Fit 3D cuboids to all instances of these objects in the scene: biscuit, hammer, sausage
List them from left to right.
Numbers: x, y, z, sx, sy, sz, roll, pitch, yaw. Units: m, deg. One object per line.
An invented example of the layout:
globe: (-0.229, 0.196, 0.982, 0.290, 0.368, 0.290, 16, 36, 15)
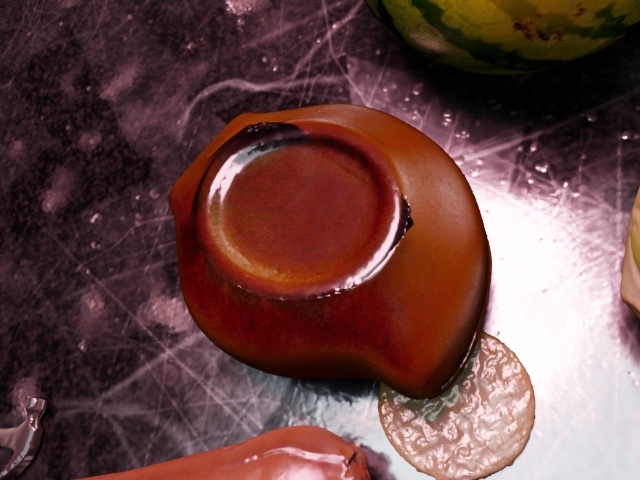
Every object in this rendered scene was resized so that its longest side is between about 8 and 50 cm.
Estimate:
hammer: (-0.341, 0.174, 0.631, 0.200, 0.021, 0.078, 1, 71, 17)
sausage: (-0.163, 0.215, 0.527, 0.418, 0.094, 0.094, -14, 97, 11)
biscuit: (0.100, 0.120, 0.522, 0.120, 0.015, 0.120, -5, 69, 14)

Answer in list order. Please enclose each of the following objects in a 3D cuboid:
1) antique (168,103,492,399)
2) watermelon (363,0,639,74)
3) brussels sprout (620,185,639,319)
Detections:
antique: (0.000, 0.000, 0.529, 0.223, 0.129, 0.278, -46, 60, -3)
watermelon: (0.142, -0.265, 0.506, 0.284, 0.285, 0.285, -5, 69, 15)
brussels sprout: (0.281, -0.014, 0.460, 0.183, 0.131, 0.146, -23, 88, 7)
